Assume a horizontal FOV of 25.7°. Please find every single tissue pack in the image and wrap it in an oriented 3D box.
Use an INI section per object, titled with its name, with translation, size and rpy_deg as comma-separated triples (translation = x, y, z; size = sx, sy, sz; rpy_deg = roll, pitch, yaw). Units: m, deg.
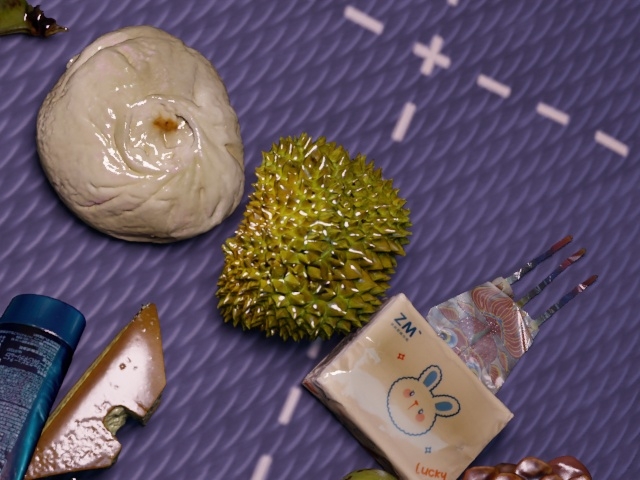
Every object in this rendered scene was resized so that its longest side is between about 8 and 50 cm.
[tissue pack]
translation = 0.097, 0.177, 1.577
size = 0.196, 0.092, 0.148
rpy_deg = 46, 71, -4

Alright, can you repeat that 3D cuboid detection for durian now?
[durian]
translation = -0.001, 0.003, 1.530
size = 0.176, 0.200, 0.237
rpy_deg = 21, 61, 16

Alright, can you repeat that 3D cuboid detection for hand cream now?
[hand cream]
translation = -0.324, 0.170, 1.405
size = 0.120, 0.061, 0.270
rpy_deg = 15, 49, 6

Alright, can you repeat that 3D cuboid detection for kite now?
[kite]
translation = 0.239, 0.084, 1.683
size = 0.229, 0.016, 0.127
rpy_deg = -33, 94, -17

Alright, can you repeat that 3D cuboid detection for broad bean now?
[broad bean]
translation = -0.436, -0.279, 1.507
size = 0.339, 0.061, 0.077
rpy_deg = 23, 66, -13

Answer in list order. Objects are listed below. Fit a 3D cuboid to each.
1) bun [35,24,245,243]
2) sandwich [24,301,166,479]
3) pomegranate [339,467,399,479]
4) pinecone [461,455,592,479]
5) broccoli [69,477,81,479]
[bun]
translation = -0.182, -0.122, 1.515
size = 0.243, 0.153, 0.244
rpy_deg = 5, 76, -21
[sandwich]
translation = -0.223, 0.177, 1.476
size = 0.088, 0.090, 0.244
rpy_deg = 40, 71, -4
[pomegranate]
translation = 0.039, 0.313, 1.533
size = 0.142, 0.114, 0.114
rpy_deg = -20, 86, 5
[pinecone]
translation = 0.222, 0.370, 1.506
size = 0.264, 0.264, 0.264
rpy_deg = 3, 79, -17
[broccoli]
translation = -0.279, 0.361, 1.388
size = 0.302, 0.186, 0.254
rpy_deg = 8, 38, -16
